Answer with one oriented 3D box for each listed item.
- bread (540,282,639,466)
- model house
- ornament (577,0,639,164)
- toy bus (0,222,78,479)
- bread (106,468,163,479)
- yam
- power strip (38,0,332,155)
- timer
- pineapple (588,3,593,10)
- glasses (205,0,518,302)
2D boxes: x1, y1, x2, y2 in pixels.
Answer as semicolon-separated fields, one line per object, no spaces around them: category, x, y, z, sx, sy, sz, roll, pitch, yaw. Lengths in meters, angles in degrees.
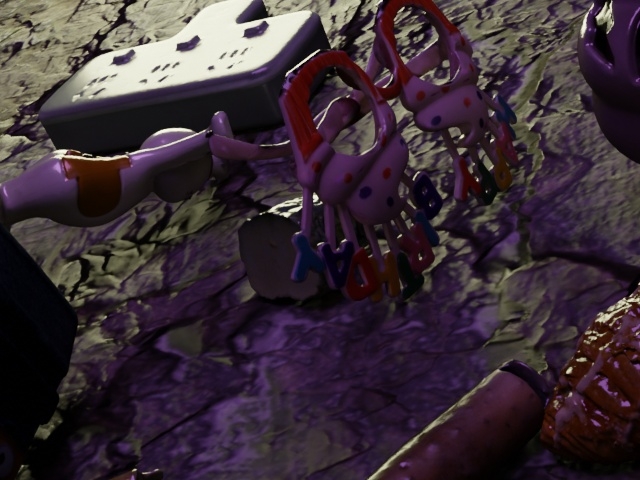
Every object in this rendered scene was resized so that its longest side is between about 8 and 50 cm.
bread;0.213;0.041;0.811;0.233;0.076;0.105;-19;28;5
model house;0.000;0.000;1.094;0.083;0.066;0.079;-21;8;-40
ornament;0.249;-0.116;0.970;0.177;0.177;0.177;-18;26;9
toy bus;-0.330;0.078;1.039;0.323;0.162;0.194;-4;48;32
bread;-0.188;0.200;0.814;0.269;0.087;0.098;-22;29;3
yam;0.021;0.147;0.793;0.264;0.046;0.046;-38;29;-29
power strip;-0.109;-0.157;1.470;0.265;0.059;0.193;-7;30;31
timer;-0.195;-0.037;1.219;0.266;0.175;0.175;-16;25;-7
pineapple;0.317;-0.262;1.276;0.130;0.119;0.277;44;62;14
glasses;0.035;-0.055;1.063;0.095;0.162;0.255;-25;13;49
